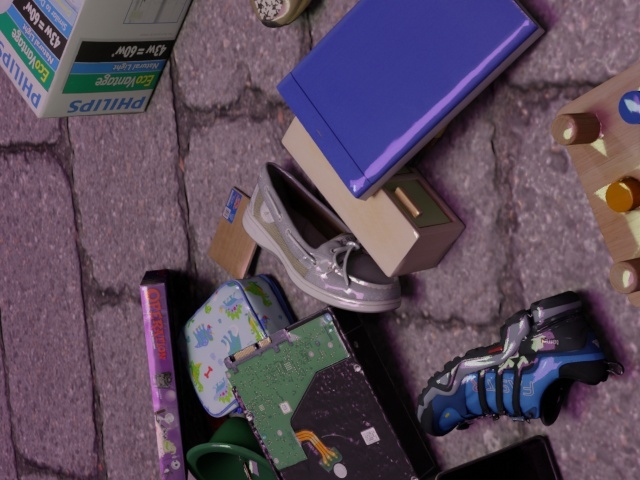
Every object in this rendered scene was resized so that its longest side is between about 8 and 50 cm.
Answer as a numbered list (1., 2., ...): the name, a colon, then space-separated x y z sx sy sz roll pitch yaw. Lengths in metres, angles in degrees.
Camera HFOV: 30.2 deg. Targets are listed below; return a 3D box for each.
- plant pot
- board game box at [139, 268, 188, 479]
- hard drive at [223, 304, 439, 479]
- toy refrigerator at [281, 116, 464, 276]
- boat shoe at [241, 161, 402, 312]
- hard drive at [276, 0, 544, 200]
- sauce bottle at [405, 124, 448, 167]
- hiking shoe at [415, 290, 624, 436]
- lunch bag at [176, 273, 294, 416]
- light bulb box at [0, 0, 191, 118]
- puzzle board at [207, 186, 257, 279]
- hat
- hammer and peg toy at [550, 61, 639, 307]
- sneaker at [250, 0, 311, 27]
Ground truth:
1. plant pot: 0.205 0.378 1.555 0.167 0.188 0.187 -30 76 57
2. board game box: -0.260 0.231 1.994 0.208 0.056 0.347 -104 9 -84
3. hard drive: 0.020 0.279 1.734 0.237 0.064 0.339 -30 87 34
4. toy refrigerator: 0.072 -0.083 1.647 0.269 0.102 0.094 53 130 25
5. boat shoe: 0.001 -0.001 1.726 0.320 0.118 0.103 41 128 41
6. hard drive: 0.108 -0.235 1.550 0.318 0.040 0.210 -43 64 19
7. sauce bottle: 0.147 -0.154 1.600 0.042 0.042 0.128 51 127 26
8. hiking shoe: 0.237 0.192 1.522 0.304 0.113 0.132 -46 65 40
9. lunch bag: -0.129 0.173 1.903 0.219 0.090 0.176 -45 66 39
10. light bulb box: -0.407 -0.450 1.974 0.358 0.225 0.361 48 127 28
11. puzzle board: -0.132 -0.010 1.920 0.096 0.011 0.128 37 114 39
12. hat: -0.120 0.312 1.967 0.208 0.184 0.173 30 138 -11
13. hammer and peg toy: 0.433 -0.109 1.263 0.361 0.127 0.266 -32 73 43
14. sneaker: -0.099 -0.509 1.682 0.158 0.182 0.410 7 102 44
